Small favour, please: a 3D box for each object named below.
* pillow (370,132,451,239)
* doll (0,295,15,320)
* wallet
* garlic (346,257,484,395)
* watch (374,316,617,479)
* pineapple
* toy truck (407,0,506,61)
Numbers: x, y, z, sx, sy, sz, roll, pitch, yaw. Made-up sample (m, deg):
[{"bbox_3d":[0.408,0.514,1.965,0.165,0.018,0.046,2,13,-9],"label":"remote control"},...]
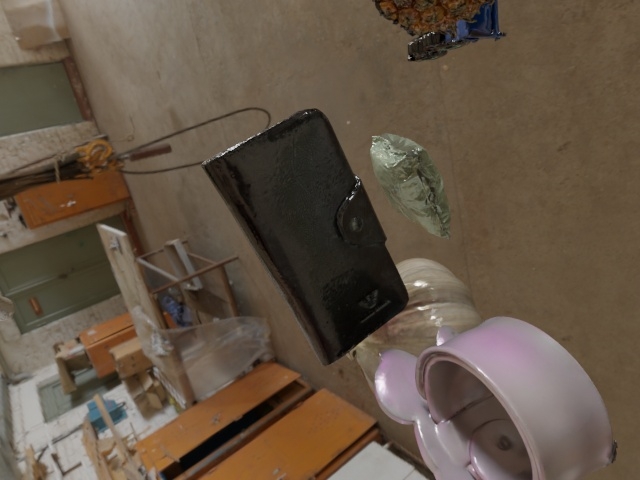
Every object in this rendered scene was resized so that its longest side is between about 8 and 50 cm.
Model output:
[{"bbox_3d":[0.252,-0.160,1.258,0.283,0.138,0.310,61,178,-26],"label":"pillow"},{"bbox_3d":[-0.574,0.088,0.634,0.365,0.187,0.376,-103,-1,-48],"label":"doll"},{"bbox_3d":[0.000,0.000,0.583,0.318,0.172,0.045,63,167,-16],"label":"wallet"},{"bbox_3d":[0.190,0.183,0.875,0.322,0.241,0.322,-43,35,40],"label":"garlic"},{"bbox_3d":[0.206,0.182,0.535,0.248,0.211,0.217,58,155,33],"label":"watch"},{"bbox_3d":[0.140,-0.309,0.455,0.176,0.161,0.137,34,177,-24],"label":"pineapple"},{"bbox_3d":[0.222,-0.369,0.725,0.208,0.126,0.113,-121,23,-75],"label":"toy truck"}]
